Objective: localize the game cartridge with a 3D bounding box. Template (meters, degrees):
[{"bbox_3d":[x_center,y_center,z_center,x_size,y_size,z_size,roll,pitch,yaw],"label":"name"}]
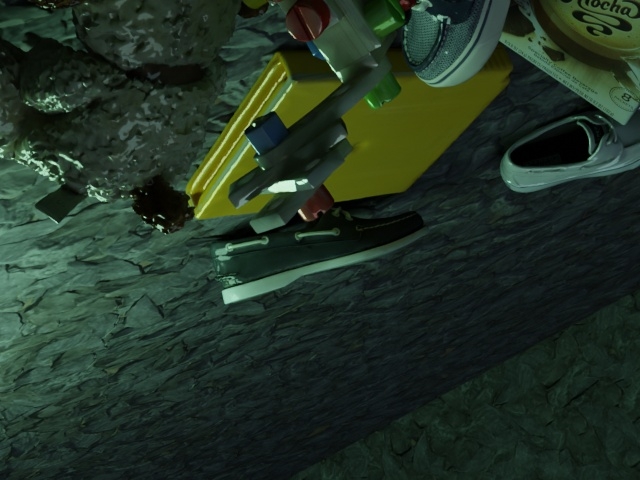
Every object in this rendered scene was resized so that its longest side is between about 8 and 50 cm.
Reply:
[{"bbox_3d":[0.036,-0.130,1.332,0.323,0.053,0.285,-10,156,-35],"label":"game cartridge"}]

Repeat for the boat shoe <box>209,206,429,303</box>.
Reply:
[{"bbox_3d":[0.000,0.000,1.546,0.302,0.091,0.114,-18,179,-16],"label":"boat shoe"}]

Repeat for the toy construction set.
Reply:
[{"bbox_3d":[-0.035,-0.177,0.824,0.151,0.328,0.215,-11,-153,24],"label":"toy construction set"}]

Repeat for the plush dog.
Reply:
[{"bbox_3d":[-0.151,-0.151,0.935,0.262,0.210,0.225,-8,129,-37],"label":"plush dog"}]

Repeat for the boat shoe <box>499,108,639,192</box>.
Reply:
[{"bbox_3d":[0.377,-0.134,1.582,0.258,0.095,0.084,-23,164,0],"label":"boat shoe"}]

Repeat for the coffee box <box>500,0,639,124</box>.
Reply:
[{"bbox_3d":[0.282,-0.254,1.029,0.119,0.168,0.297,-50,169,-19],"label":"coffee box"}]

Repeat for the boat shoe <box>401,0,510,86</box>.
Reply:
[{"bbox_3d":[0.086,-0.256,0.980,0.158,0.127,0.341,-10,148,-19],"label":"boat shoe"}]
